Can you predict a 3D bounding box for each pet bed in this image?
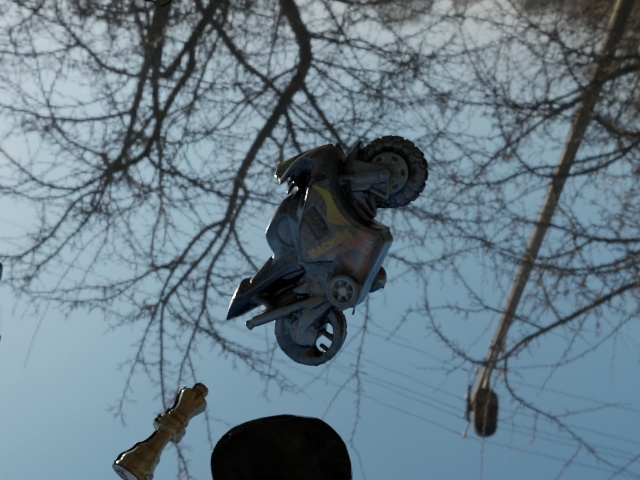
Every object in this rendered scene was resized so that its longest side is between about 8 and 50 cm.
[{"bbox_3d":[-0.050,0.317,0.924,0.201,0.053,0.201,1,-147,-1],"label":"pet bed"}]

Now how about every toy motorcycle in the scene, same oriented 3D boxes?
[{"bbox_3d":[0.000,0.000,0.804,0.173,0.307,0.108,31,-164,14],"label":"toy motorcycle"}]

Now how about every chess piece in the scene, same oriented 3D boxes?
[{"bbox_3d":[-0.224,0.277,0.984,0.060,0.060,0.172,23,-130,20],"label":"chess piece"}]

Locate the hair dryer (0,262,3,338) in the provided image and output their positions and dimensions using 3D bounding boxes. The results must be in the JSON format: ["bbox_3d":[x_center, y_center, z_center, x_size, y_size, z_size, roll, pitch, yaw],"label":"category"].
[{"bbox_3d":[-0.595,0.165,1.074,0.092,0.267,0.229,26,-136,4],"label":"hair dryer"}]

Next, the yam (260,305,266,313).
[{"bbox_3d":[-0.077,0.107,1.433,0.069,0.147,0.069,49,-161,-23],"label":"yam"}]

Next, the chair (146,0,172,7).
[{"bbox_3d":[-0.365,-0.514,1.044,0.170,0.159,0.326,28,-177,38],"label":"chair"}]
